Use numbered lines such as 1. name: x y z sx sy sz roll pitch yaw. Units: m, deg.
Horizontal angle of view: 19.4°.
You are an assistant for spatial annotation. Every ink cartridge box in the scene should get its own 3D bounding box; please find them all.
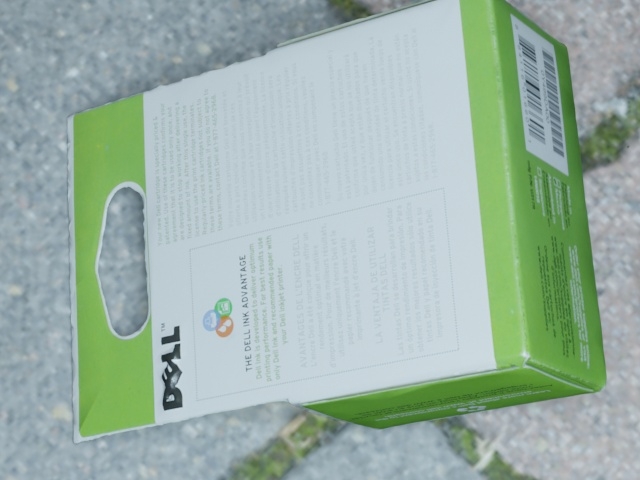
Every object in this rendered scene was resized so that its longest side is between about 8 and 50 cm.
1. ink cartridge box: 0.000 0.000 0.954 0.255 0.097 0.189 -13 71 28
